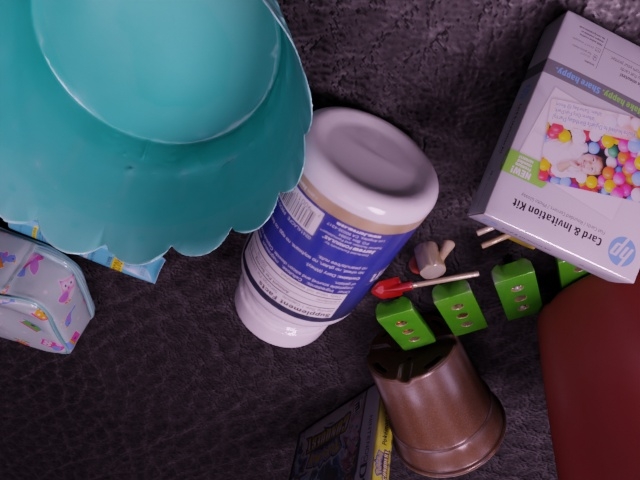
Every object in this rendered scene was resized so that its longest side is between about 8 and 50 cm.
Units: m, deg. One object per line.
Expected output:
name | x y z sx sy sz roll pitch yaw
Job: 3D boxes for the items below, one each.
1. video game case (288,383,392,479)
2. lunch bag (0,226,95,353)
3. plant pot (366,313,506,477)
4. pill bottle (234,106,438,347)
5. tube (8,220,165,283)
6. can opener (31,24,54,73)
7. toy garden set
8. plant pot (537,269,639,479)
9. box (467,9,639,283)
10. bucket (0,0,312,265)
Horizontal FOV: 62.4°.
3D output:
video game case | 0.019 0.387 0.857 0.035 0.248 0.275 31 131 -15
lunch bag | -0.495 0.067 0.799 0.279 0.107 0.224 18 147 2
plant pot | 0.151 0.202 0.729 0.167 0.167 0.165 -13 118 25
pill bottle | 0.000 0.000 0.586 0.153 0.153 0.264 25 133 -7
tube | -0.325 0.002 0.751 0.207 0.052 0.080 25 147 -14
can opener | -0.320 -0.127 0.612 0.093 0.074 0.280 20 132 -2
toy garden set | 0.174 0.034 0.587 0.244 0.049 0.204 -20 143 16
plant pot | 0.360 0.169 0.548 0.275 0.243 0.275 -2 142 -1
box | 0.229 -0.077 0.453 0.145 0.038 0.186 24 88 -6
bucket | -0.148 -0.137 0.445 0.281 0.183 0.281 -4 131 -4
